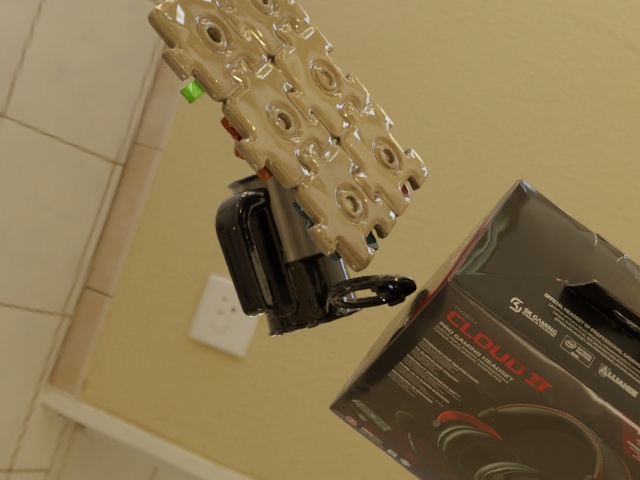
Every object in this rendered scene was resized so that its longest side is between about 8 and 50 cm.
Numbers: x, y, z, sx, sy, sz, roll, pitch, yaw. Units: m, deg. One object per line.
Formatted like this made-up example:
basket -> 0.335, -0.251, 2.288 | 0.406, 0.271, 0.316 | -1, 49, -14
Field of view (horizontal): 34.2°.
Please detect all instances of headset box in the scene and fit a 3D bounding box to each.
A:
headset box -> 0.158, 0.105, 0.760 | 0.110, 0.218, 0.293 | -51, 177, -32

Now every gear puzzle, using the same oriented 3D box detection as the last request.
gear puzzle -> -0.056, -0.131, 0.782 | 0.339, 0.044, 0.175 | 51, 39, -12

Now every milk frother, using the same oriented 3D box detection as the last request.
milk frother -> 0.000, 0.000, 0.851 | 0.129, 0.143, 0.134 | -12, 85, -74

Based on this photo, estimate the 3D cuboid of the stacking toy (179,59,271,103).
stacking toy -> -0.047, -0.134, 1.157 | 0.052, 0.167, 0.221 | -38, -176, 38
